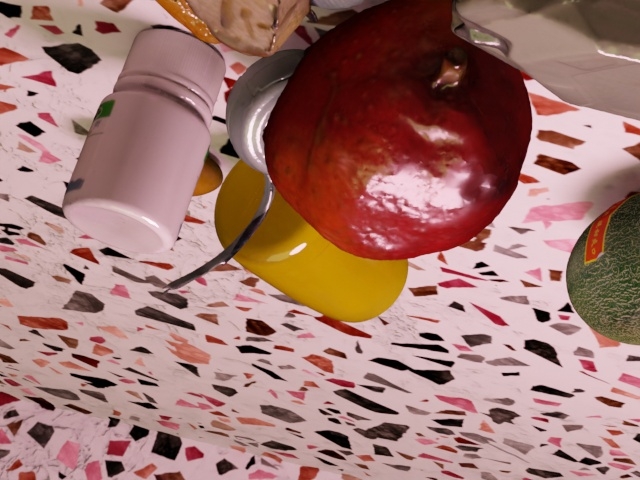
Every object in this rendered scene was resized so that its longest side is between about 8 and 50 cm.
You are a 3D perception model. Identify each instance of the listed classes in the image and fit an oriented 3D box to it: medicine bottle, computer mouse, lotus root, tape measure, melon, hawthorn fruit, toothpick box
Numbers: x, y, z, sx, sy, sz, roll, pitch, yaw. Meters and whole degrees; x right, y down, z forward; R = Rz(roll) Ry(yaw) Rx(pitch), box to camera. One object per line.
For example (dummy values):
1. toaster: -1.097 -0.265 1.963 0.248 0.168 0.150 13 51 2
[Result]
1. medicine bottle: -0.197 -0.115 1.915 0.139 0.236 0.139 14 158 6
2. computer mouse: 0.332 -0.189 1.495 0.429 0.145 0.228 13 175 1
3. lotus root: -0.082 -0.275 1.519 0.170 0.074 0.260 28 156 23
4. tape measure: -0.091 -0.086 1.881 0.164 0.330 0.084 44 -171 -37
5. melon: 0.399 0.028 1.929 0.182 0.182 0.288 25 158 -21
6. hawthorn fruit: 0.093 -0.123 1.679 0.265 0.265 0.307 19 152 -8
7. toothpick box: 0.000 0.000 2.149 0.175 0.175 0.271 1 157 32

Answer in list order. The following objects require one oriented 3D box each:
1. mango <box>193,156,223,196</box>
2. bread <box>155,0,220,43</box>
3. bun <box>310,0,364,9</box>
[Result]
1. mango: -0.221 -0.091 2.197 0.184 0.084 0.102 9 158 2
2. bread: -0.155 -0.296 1.671 0.139 0.077 0.271 0 152 43
3. bun: 0.000 -0.285 1.585 0.141 0.083 0.141 25 154 13
